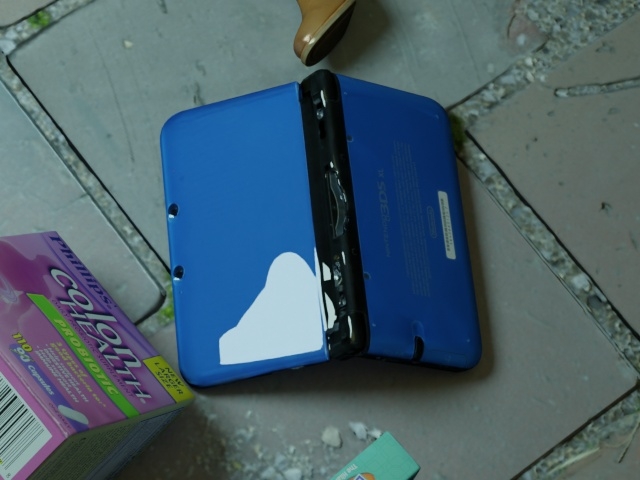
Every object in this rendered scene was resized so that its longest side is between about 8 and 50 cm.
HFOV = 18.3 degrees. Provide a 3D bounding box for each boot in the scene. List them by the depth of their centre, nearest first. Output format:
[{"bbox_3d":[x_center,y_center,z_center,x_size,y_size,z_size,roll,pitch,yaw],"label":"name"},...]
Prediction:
[{"bbox_3d":[-0.029,-0.276,2.036,0.152,0.073,0.197,27,55,2],"label":"boot"}]

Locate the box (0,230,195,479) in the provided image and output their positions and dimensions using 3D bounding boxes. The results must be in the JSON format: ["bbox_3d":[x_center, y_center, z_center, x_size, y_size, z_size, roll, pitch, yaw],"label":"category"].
[{"bbox_3d":[-0.262,0.112,1.739,0.117,0.243,0.213,-45,77,18],"label":"box"}]

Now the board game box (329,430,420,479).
[{"bbox_3d":[-0.001,0.260,1.741,0.160,0.210,0.047,-38,77,-20],"label":"board game box"}]

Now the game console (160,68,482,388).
[{"bbox_3d":[0.000,0.000,1.949,0.250,0.173,0.293,11,63,-38],"label":"game console"}]
